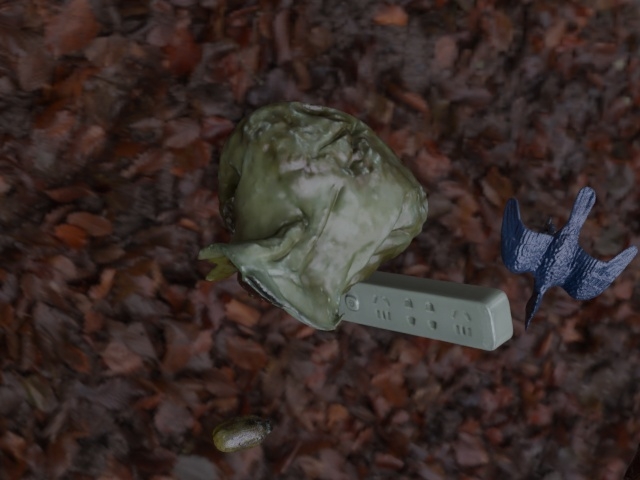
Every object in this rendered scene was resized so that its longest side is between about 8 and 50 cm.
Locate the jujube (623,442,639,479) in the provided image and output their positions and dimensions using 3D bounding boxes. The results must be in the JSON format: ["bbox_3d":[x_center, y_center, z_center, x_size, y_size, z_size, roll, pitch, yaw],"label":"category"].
[{"bbox_3d":[0.580,0.374,1.582,0.216,0.216,0.342,58,42,-29],"label":"jujube"}]

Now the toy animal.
[{"bbox_3d":[0.421,0.032,1.837,0.239,0.176,0.255,18,123,-1],"label":"toy animal"}]

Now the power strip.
[{"bbox_3d":[0.151,0.111,1.785,0.062,0.385,0.091,-28,115,-41],"label":"power strip"}]

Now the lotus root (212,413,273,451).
[{"bbox_3d":[-0.122,0.305,1.654,0.099,0.054,0.049,-11,144,-14],"label":"lotus root"}]

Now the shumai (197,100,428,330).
[{"bbox_3d":[0.000,0.000,1.456,0.330,0.288,0.292,14,122,-15],"label":"shumai"}]
